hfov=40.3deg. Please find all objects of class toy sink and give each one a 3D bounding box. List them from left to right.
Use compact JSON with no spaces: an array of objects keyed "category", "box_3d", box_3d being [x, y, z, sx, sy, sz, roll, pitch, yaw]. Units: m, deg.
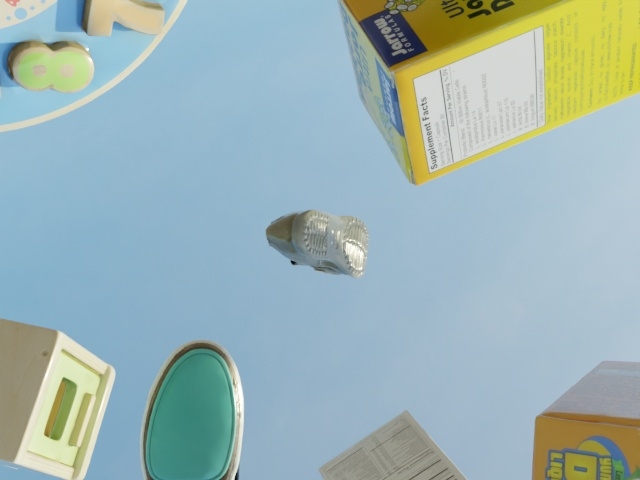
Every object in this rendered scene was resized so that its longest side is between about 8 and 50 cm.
[{"category":"toy sink","box_3d":[-0.345,0.203,1.064,0.131,0.234,0.153,10,-111,11]}]

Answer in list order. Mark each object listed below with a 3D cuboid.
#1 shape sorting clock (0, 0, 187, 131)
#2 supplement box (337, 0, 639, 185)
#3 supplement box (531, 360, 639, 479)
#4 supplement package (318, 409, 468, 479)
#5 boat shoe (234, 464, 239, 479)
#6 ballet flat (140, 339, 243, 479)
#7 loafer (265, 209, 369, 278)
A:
[{"category":"shape sorting clock","box_3d":[-0.137,-0.132,0.334,0.206,0.206,0.040,-23,-139,-11]},{"category":"supplement box","box_3d":[0.225,-0.255,1.074,0.356,0.194,0.195,-22,-130,-3]},{"category":"supplement box","box_3d":[0.203,0.133,0.581,0.080,0.078,0.233,3,-179,25]},{"category":"supplement package","box_3d":[0.154,0.464,1.470,0.198,0.199,0.262,-32,-159,-7]},{"category":"boat shoe","box_3d":[-0.173,0.374,1.492,0.080,0.228,0.076,-28,-120,-24]},{"category":"ballet flat","box_3d":[-0.173,0.330,1.199,0.139,0.400,0.139,0,-178,0]},{"category":"loafer","box_3d":[0.000,0.000,1.329,0.087,0.251,0.094,3,-101,28]}]
